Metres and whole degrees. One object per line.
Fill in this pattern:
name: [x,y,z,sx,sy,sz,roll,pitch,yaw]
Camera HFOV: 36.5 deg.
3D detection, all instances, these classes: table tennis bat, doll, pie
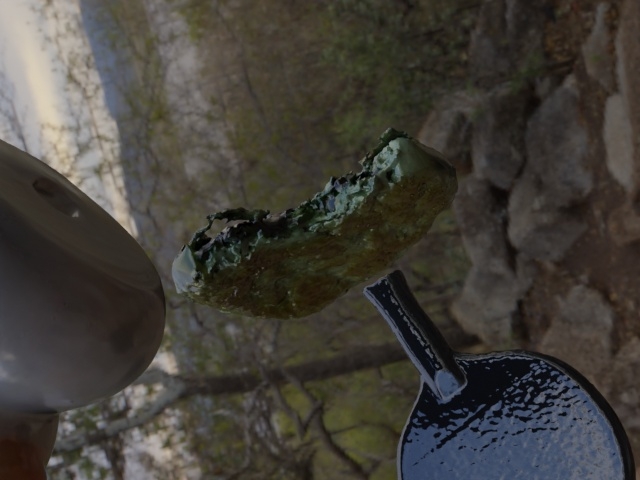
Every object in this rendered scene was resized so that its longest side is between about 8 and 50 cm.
table tennis bat: [0.100,0.115,0.629,0.236,0.150,0.027,57,-165,28]
doll: [-0.216,0.057,0.590,0.251,0.221,0.221,46,159,32]
pie: [0.000,0.000,1.202,0.296,0.371,0.078,80,164,-62]
